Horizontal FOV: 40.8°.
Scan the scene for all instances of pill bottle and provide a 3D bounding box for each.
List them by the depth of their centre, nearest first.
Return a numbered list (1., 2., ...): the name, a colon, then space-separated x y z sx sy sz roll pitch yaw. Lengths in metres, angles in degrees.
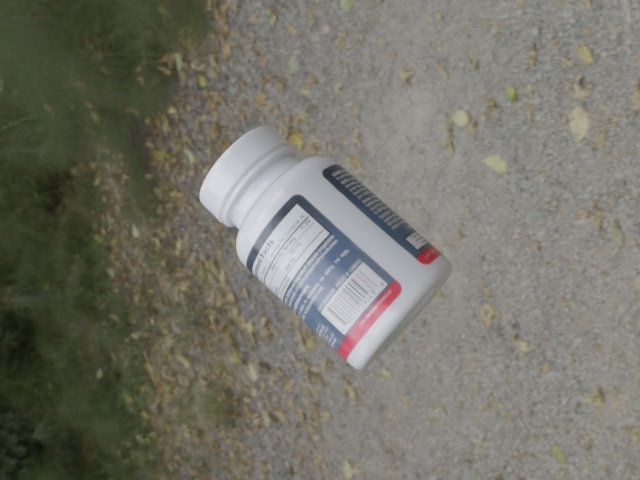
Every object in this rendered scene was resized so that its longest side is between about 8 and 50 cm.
1. pill bottle: 0.000 0.000 0.652 0.180 0.108 0.108 43 137 12
